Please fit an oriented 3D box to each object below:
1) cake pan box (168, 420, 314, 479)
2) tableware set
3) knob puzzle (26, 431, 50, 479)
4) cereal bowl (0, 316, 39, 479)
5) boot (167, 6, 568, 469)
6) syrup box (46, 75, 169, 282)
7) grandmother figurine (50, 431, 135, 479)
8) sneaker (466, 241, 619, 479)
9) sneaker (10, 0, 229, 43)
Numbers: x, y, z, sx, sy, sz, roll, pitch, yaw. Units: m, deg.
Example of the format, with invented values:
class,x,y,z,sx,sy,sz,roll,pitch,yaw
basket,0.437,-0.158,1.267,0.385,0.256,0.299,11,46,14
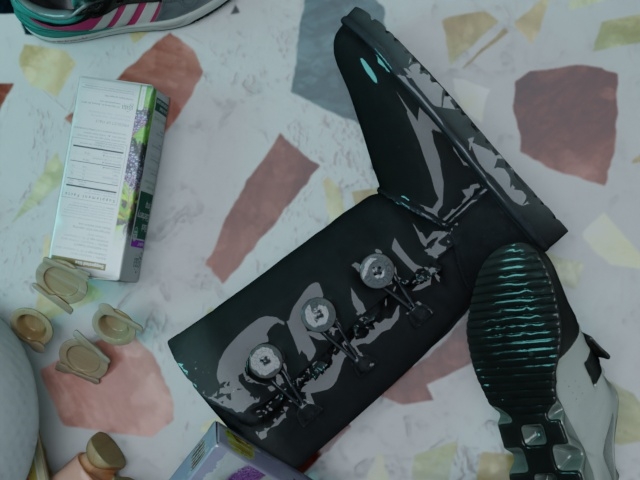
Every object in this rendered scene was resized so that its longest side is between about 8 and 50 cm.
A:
class,x,y,z,sx,sy,sz,roll,pitch,yaw
cake pan box,-0.095,0.372,1.425,0.245,0.070,0.267,36,102,-13
tableware set,-0.296,0.099,1.496,0.141,0.020,0.169,34,126,-9
knob puzzle,-0.410,0.311,1.495,0.213,0.030,0.213,-15,57,23
cereal bowl,-0.505,0.213,1.457,0.339,0.141,0.339,-6,73,21
boot,0.001,0.002,1.466,0.445,0.146,0.367,-41,81,8
syrup box,-0.254,-0.071,1.514,0.096,0.093,0.237,8,88,7
grandmother figurine,-0.361,0.391,1.504,0.342,0.104,0.208,-39,56,6
sneaker,0.262,0.153,1.414,0.122,0.146,0.331,-4,102,41
sneaker,-0.239,-0.319,1.484,0.295,0.178,0.124,-14,85,6
